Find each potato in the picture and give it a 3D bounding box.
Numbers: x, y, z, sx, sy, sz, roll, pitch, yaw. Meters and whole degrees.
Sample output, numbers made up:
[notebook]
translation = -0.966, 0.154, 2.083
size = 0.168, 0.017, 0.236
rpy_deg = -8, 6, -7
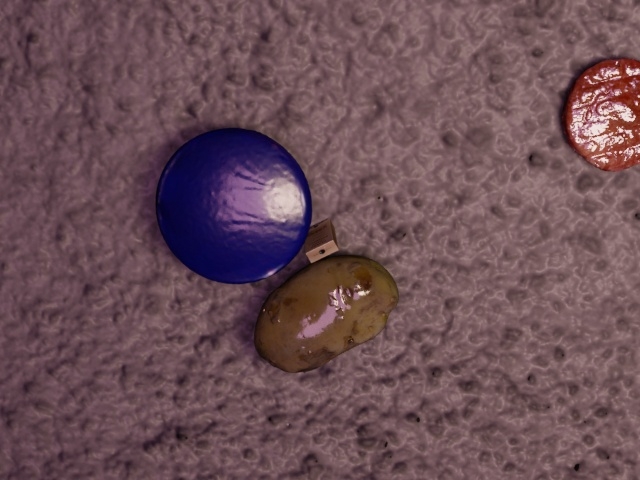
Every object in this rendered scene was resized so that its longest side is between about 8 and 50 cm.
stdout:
[potato]
translation = 0.004, 0.119, 1.408
size = 0.262, 0.165, 0.165
rpy_deg = -25, 98, 6

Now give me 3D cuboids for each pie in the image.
[pie]
translation = 0.482, -0.204, 1.351
size = 0.182, 0.049, 0.182
rpy_deg = 1, 100, 5

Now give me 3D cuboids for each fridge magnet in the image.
[fridge magnet]
translation = -0.145, -0.056, 1.401
size = 0.265, 0.113, 0.266
rpy_deg = 1, 101, 4

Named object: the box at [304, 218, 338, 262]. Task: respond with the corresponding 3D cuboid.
[box]
translation = 0.000, 0.000, 1.415
size = 0.053, 0.083, 0.024
rpy_deg = -26, 115, 10
